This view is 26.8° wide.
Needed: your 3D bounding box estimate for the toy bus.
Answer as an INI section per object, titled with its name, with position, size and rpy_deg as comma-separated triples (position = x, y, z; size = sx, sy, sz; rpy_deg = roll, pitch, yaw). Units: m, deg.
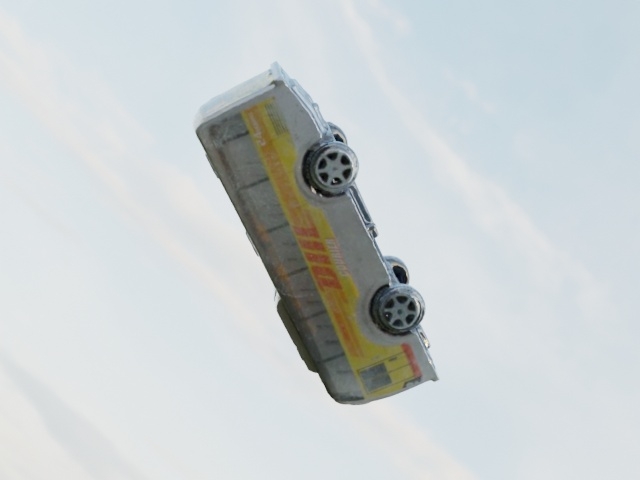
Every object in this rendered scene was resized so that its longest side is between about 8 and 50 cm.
[toy bus]
position = 0.000, 0.000, 0.726
size = 0.064, 0.075, 0.190
rpy_deg = -111, 176, -73
